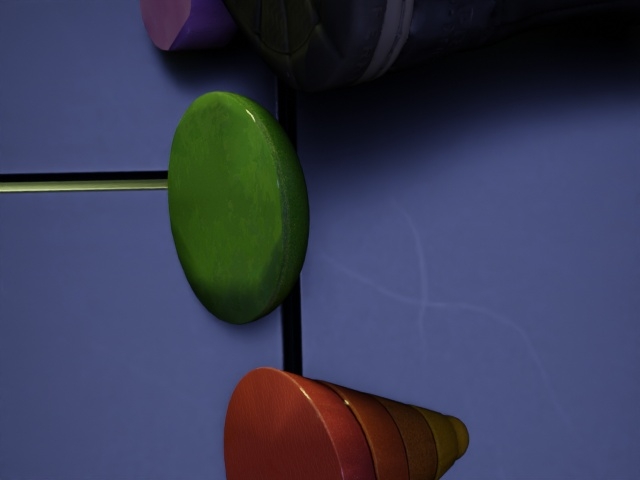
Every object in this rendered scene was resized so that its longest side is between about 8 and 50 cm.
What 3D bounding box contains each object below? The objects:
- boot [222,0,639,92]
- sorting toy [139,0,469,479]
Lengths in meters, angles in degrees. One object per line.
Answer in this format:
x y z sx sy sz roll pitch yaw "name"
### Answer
0.058 -0.229 0.742 0.284 0.138 0.377 -7 46 -24 "boot"
0.000 0.000 0.756 0.126 0.127 0.365 -8 79 -32 "sorting toy"
